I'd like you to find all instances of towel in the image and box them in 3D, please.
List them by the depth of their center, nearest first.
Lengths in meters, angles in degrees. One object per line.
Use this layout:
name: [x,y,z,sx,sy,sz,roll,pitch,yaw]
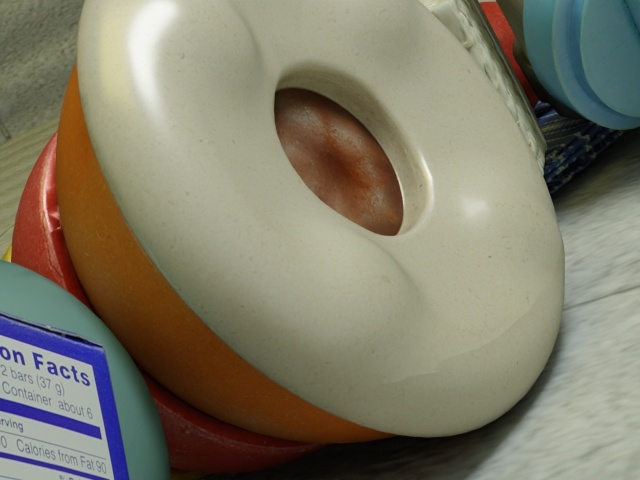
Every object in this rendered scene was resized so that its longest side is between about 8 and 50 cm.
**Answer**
towel: [0.130,-0.042,1.330,0.336,0.040,0.243,-36,14,-35]

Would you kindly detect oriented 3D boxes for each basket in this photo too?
basket: [0.089,-0.103,1.189,0.113,0.167,0.103,-26,18,12]

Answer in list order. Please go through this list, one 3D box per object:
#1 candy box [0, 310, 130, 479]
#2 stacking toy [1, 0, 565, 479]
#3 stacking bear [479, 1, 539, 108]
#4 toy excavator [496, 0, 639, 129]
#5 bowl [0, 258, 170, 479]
candy box: [-0.178,0.206,0.486,0.268,0.317,0.122,-25,-28,20]
stacking toy: [-0.112,0.052,1.049,0.480,0.350,0.350,-39,6,36]
stacking bear: [0.066,-0.123,1.350,0.289,0.175,0.164,-20,-32,-25]
toy excavator: [0.373,-0.215,1.117,0.433,0.222,0.445,-42,45,-6]
bowl: [-0.204,0.128,0.842,0.311,0.311,0.163,-22,8,26]
